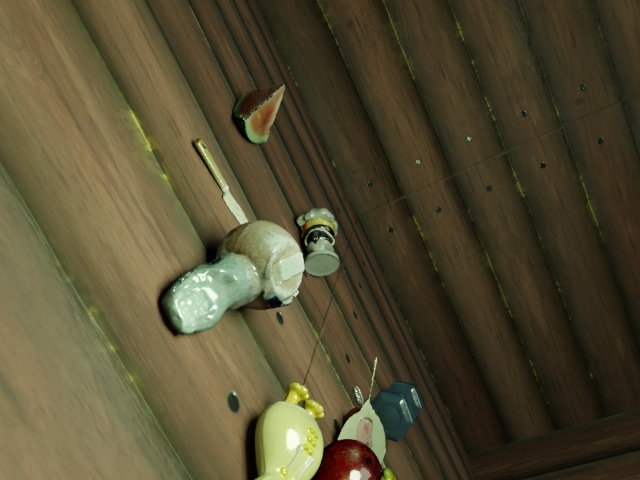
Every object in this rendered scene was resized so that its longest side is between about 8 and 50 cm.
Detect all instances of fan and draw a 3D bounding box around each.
[{"bbox_3d":[0.122,0.458,1.091,0.182,0.010,0.311,25,67,-36],"label":"fan"}]

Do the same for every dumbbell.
[{"bbox_3d":[0.268,0.589,1.483,0.144,0.160,0.324,38,3,23],"label":"dumbbell"}]

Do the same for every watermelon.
[{"bbox_3d":[-0.212,-0.422,1.332,0.135,0.203,0.207,26,17,-1],"label":"watermelon"}]

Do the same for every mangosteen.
[{"bbox_3d":[0.071,0.490,0.832,0.200,0.199,0.200,58,17,-29],"label":"mangosteen"}]

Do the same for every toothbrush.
[{"bbox_3d":[0.164,0.615,1.310,0.031,0.023,0.322,12,55,-64],"label":"toothbrush"}]

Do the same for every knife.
[{"bbox_3d":[-0.228,-0.110,1.038,0.047,0.017,0.298,-83,151,-59],"label":"knife"}]

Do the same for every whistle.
[{"bbox_3d":[-0.163,0.068,0.798,0.347,0.189,0.189,-29,96,-53],"label":"whistle"}]

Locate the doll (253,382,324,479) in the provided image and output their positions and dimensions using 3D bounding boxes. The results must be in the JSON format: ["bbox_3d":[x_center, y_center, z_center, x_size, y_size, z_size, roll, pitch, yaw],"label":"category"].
[{"bbox_3d":[-0.059,0.375,0.694,0.142,0.117,0.296,58,16,-20],"label":"doll"}]

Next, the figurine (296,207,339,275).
[{"bbox_3d":[0.000,0.000,1.456,0.176,0.132,0.237,64,14,-49],"label":"figurine"}]

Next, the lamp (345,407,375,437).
[{"bbox_3d":[0.107,0.506,1.145,0.101,0.089,0.101,39,-45,53],"label":"lamp"}]
